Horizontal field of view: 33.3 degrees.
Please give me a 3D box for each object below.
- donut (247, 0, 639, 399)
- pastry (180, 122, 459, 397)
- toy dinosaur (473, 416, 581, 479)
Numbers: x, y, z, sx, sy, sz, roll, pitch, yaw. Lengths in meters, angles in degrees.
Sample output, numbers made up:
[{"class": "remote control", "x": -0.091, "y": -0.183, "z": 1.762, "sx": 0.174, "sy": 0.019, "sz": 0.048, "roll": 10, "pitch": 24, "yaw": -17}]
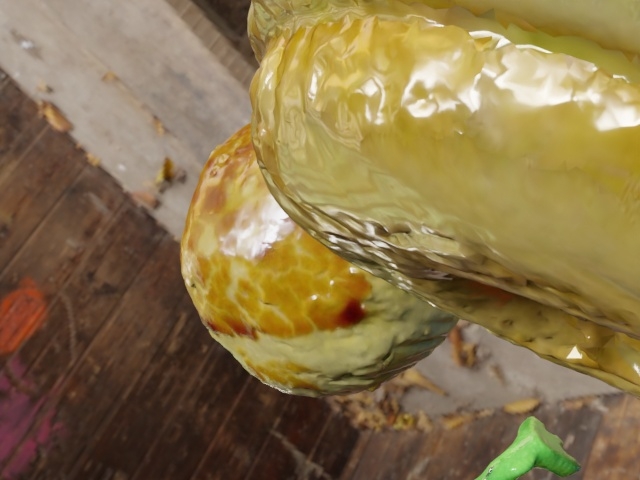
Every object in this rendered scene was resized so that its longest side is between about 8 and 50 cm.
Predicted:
[{"class": "donut", "x": 0.169, "y": -0.030, "z": 0.500, "sx": 0.449, "sy": 0.198, "sz": 0.449, "roll": 25, "pitch": 175, "yaw": 2}, {"class": "pastry", "x": 0.000, "y": 0.000, "z": 1.344, "sx": 0.313, "sy": 0.388, "sz": 0.389, "roll": 13, "pitch": 162, "yaw": -42}, {"class": "toy dinosaur", "x": 0.053, "y": 0.301, "z": 0.789, "sx": 0.144, "sy": 0.500, "sz": 0.374, "roll": 44, "pitch": 115, "yaw": 38}]
